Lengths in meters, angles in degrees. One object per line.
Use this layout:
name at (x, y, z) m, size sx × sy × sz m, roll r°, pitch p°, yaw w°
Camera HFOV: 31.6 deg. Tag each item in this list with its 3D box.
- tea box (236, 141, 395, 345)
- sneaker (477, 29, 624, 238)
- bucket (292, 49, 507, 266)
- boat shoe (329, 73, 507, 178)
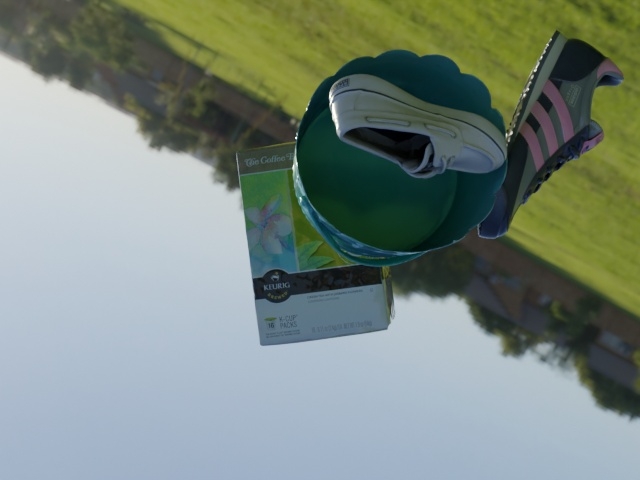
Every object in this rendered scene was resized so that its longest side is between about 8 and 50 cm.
tea box at (0.000, 0.000, 1.946) m, size 0.220 × 0.323 × 0.329 m, roll -8°, pitch 179°, yaw 5°
sneaker at (0.323, -0.134, 1.581) m, size 0.131 × 0.318 × 0.112 m, roll 24°, pitch 173°, yaw 2°
bucket at (0.092, -0.101, 1.493) m, size 0.281 × 0.281 × 0.183 m, roll 27°, pitch 171°, yaw -4°
boat shoe at (0.120, -0.116, 1.367) m, size 0.258 × 0.084 × 0.095 m, roll 15°, pitch 147°, yaw -27°
